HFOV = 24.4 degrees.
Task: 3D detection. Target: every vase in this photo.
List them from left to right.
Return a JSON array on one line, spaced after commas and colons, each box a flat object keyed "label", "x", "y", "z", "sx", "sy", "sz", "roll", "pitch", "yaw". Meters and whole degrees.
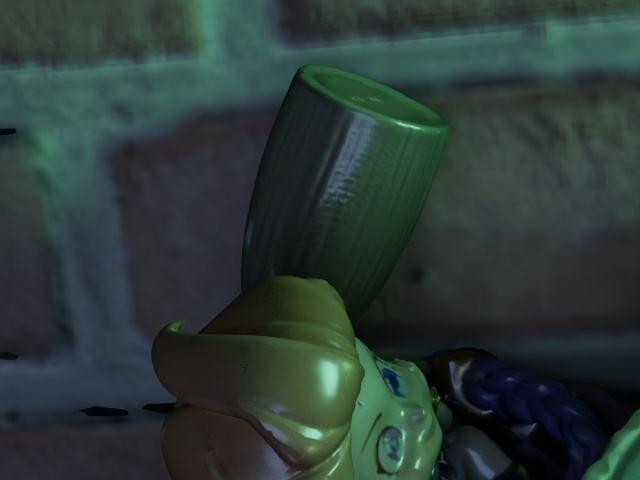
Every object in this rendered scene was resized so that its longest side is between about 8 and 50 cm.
[{"label": "vase", "x": 0.000, "y": 0.000, "z": 0.469, "sx": 0.053, "sy": 0.053, "sz": 0.101, "roll": 23, "pitch": 107, "yaw": 8}]

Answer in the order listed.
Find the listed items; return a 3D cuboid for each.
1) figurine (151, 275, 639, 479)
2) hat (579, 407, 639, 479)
[{"label": "figurine", "x": 0.014, "y": 0.075, "z": 0.427, "sx": 0.157, "sy": 0.126, "sz": 0.114, "roll": 21, "pitch": 143, "yaw": -24}, {"label": "hat", "x": 0.185, "y": 0.055, "z": 0.339, "sx": 0.232, "sy": 0.275, "sz": 0.161, "roll": -29, "pitch": 126, "yaw": 30}]
